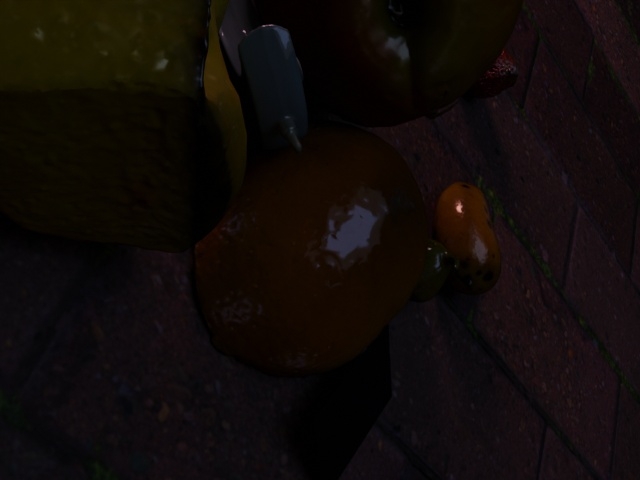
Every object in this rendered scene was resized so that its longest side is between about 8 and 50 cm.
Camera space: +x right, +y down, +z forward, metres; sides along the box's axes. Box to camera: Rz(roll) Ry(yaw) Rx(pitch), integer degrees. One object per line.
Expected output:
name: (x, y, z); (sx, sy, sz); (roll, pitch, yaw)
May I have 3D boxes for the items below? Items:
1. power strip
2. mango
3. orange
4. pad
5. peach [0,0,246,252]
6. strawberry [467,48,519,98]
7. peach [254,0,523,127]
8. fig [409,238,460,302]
power strip: (-0.062, -0.174, 0.856); (0.253, 0.054, 0.167); (-119, -170, -51)
mango: (0.210, -0.008, 1.201); (0.115, 0.090, 0.178); (28, 54, -54)
orange: (0.000, -0.004, 0.951); (0.274, 0.274, 0.310); (59, 10, -18)
pad: (0.042, 0.192, 0.954); (0.190, 0.004, 0.127); (-47, 141, -47)
peach: (-0.176, -0.177, 0.651); (0.242, 0.306, 0.380); (-1, 90, -6)
strawberry: (0.276, -0.284, 1.368); (0.106, 0.106, 0.106); (20, 63, -45)
peach: (0.065, -0.311, 0.939); (0.372, 0.290, 0.372); (-24, 90, -86)
fig: (0.144, 0.033, 1.101); (0.082, 0.098, 0.084); (61, 29, -13)
